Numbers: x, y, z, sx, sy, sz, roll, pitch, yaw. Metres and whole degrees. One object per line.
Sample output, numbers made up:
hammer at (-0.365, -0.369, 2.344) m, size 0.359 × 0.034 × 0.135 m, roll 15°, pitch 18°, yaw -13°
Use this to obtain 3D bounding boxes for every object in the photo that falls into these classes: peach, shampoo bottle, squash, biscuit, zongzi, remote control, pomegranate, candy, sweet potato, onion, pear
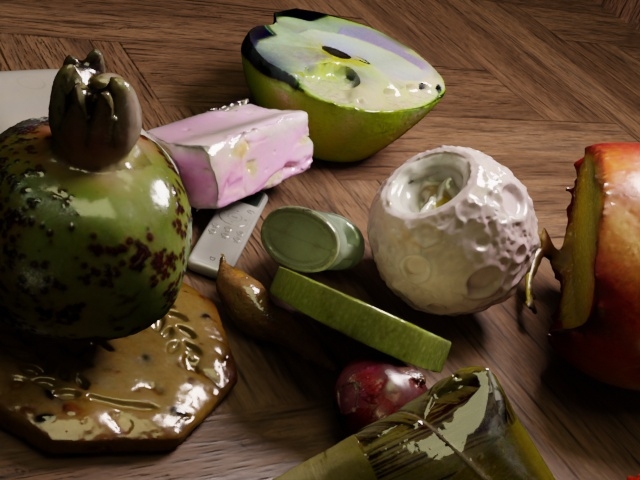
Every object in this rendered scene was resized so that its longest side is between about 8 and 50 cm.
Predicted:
peach at (0.496, 0.043, 1.430) m, size 0.309 × 0.335 × 0.406 m, roll 15°, pitch 33°, yaw -1°
shampoo bottle at (0.000, 0.000, 1.409) m, size 0.118 × 0.087 × 0.234 m, roll 20°, pitch 4°, yaw 15°
squash at (0.052, 0.100, 1.253) m, size 0.252 × 0.049 × 0.252 m, roll 24°, pitch 0°, yaw 0°
biscuit at (-0.271, 0.121, 1.153) m, size 0.358 × 0.046 × 0.359 m, roll 16°, pitch 32°, yaw -10°
zongzi at (0.121, 0.312, 1.011) m, size 0.299 × 0.145 × 0.274 m, roll -24°, pitch 75°, yaw -21°
remote control at (-0.138, -0.022, 1.458) m, size 0.067 × 0.029 × 0.261 m, roll 20°, pitch 31°, yaw 0°
pomegranate at (-0.267, -0.056, 1.054) m, size 0.284 × 0.341 × 0.285 m, roll 12°, pitch 37°, yaw -9°
candy at (-0.143, -0.142, 1.520) m, size 0.155 × 0.116 × 0.265 m, roll 16°, pitch 26°, yaw 31°
sweet potato at (-0.074, 0.107, 1.271) m, size 0.226 × 0.068 × 0.068 m, roll 42°, pitch 36°, yaw 15°
onion at (0.079, 0.200, 1.159) m, size 0.131 × 0.131 × 0.131 m, roll 15°, pitch 32°, yaw -9°
pear at (0.024, -0.276, 1.810) m, size 0.398 × 0.165 × 0.399 m, roll 15°, pitch 32°, yaw -9°

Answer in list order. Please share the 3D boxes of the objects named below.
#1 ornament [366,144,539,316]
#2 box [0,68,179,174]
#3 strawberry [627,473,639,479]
ornament at (0.201, -0.006, 1.429) m, size 0.259 × 0.225 × 0.259 m, roll -18°, pitch 39°, yaw 16°
box at (-0.387, -0.126, 1.368) m, size 0.288 × 0.141 × 0.349 m, roll -12°, pitch 44°, yaw -43°
strawberry at (0.430, 0.353, 1.139) m, size 0.188 × 0.106 × 0.286 m, roll 37°, pitch 35°, yaw 27°
